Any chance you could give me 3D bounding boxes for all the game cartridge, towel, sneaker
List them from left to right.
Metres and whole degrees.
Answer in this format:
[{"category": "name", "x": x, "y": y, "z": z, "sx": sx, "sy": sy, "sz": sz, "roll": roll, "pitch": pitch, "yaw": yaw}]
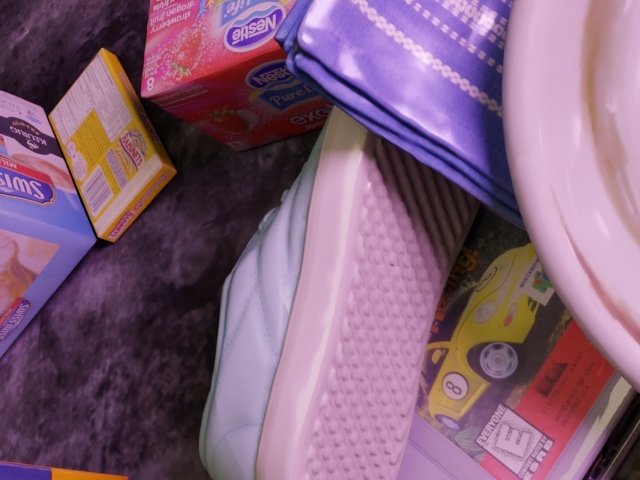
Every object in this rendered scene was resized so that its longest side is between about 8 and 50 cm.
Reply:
[{"category": "sneaker", "x": 0.000, "y": 0.000, "z": 0.587, "sx": 0.150, "sy": 0.135, "sz": 0.365, "roll": 9, "pitch": 75, "yaw": 43}, {"category": "game cartridge", "x": 0.121, "y": 0.068, "z": 0.584, "sx": 0.196, "sy": 0.060, "sz": 0.294, "roll": 34, "pitch": 95, "yaw": 45}, {"category": "towel", "x": 0.159, "y": -0.173, "z": 0.494, "sx": 0.336, "sy": 0.243, "sz": 0.040, "roll": -57, "pitch": 9, "yaw": -1}]

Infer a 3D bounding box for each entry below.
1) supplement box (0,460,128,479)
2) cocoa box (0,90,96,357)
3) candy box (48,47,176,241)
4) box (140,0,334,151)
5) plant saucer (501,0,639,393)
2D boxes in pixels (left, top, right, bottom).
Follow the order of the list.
[{"category": "supplement box", "x": -0.292, "y": 0.364, "z": 0.699, "sx": 0.195, "sy": 0.194, "sz": 0.356, "roll": -18, "pitch": 63, "yaw": 33}, {"category": "cocoa box", "x": -0.443, "y": 0.017, "z": 0.921, "sx": 0.347, "sy": 0.231, "sz": 0.228, "roll": -47, "pitch": 51, "yaw": 19}, {"category": "candy box", "x": -0.223, "y": -0.104, "z": 0.939, "sx": 0.105, "sy": 0.027, "sz": 0.206, "roll": -44, "pitch": 52, "yaw": 16}, {"category": "box", "x": -0.011, "y": -0.174, "z": 0.732, "sx": 0.257, "sy": 0.128, "sz": 0.122, "roll": -11, "pitch": 66, "yaw": 34}, {"category": "plant saucer", "x": 0.290, "y": -0.072, "z": 0.407, "sx": 0.401, "sy": 0.100, "sz": 0.400, "roll": 7, "pitch": 106, "yaw": 24}]
